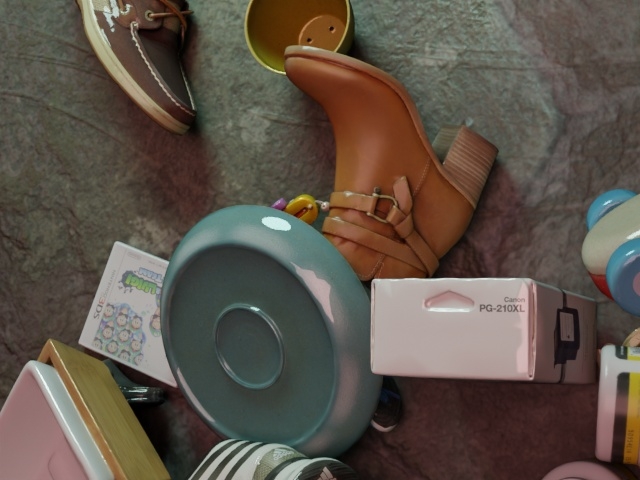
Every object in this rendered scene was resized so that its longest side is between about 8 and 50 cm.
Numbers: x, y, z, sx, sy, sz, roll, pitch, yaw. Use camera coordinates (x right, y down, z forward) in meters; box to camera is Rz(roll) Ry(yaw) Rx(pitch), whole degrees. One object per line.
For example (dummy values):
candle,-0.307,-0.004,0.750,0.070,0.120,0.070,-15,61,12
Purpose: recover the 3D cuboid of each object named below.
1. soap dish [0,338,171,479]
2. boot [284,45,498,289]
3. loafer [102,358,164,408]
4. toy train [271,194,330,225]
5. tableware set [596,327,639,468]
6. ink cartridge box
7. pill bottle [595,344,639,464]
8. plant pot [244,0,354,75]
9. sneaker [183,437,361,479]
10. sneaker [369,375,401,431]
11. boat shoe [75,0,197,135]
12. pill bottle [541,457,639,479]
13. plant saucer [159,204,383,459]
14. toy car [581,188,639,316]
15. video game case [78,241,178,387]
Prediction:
soap dish,-0.304,0.296,1.428,0.229,0.118,0.291,52,125,33
boot,0.041,-0.072,1.367,0.283,0.109,0.220,31,86,-16
loafer,-0.273,0.180,1.523,0.170,0.062,0.061,3,79,20
toy train,0.000,0.000,1.455,0.166,0.046,0.125,-9,106,9
tableware set,0.377,0.181,1.284,0.128,0.039,0.194,-23,75,17
ink cartridge box,0.175,0.098,1.258,0.171,0.237,0.100,-1,82,27
pill bottle,0.383,0.170,1.203,0.208,0.119,0.119,4,84,14
plant pot,-0.013,-0.254,1.464,0.134,0.095,0.134,-3,82,20
sneaker,-0.071,0.438,1.387,0.257,0.169,0.448,11,101,49
sneaker,0.006,0.157,1.420,0.211,0.080,0.081,38,118,22
boat shoe,-0.228,-0.294,1.543,0.123,0.123,0.342,-34,66,15
pill bottle,0.273,0.276,1.232,0.103,0.184,0.103,-3,82,21
plant saucer,-0.073,0.118,1.386,0.317,0.043,0.318,12,112,32
toy car,0.408,0.048,1.235,0.210,0.219,0.238,-31,101,14
video game case,-0.220,0.093,1.536,0.157,0.019,0.143,20,90,22
